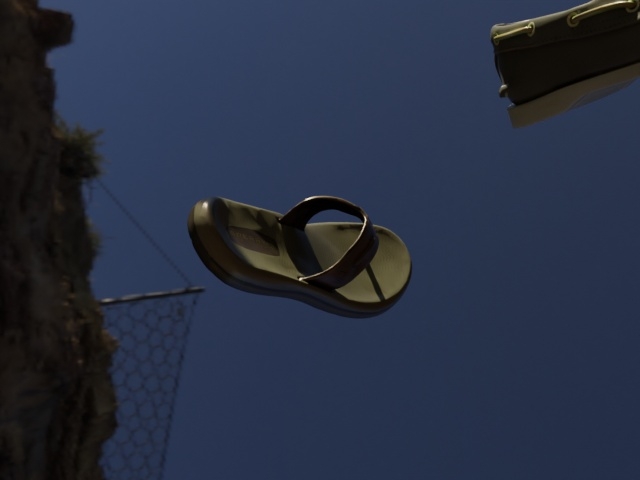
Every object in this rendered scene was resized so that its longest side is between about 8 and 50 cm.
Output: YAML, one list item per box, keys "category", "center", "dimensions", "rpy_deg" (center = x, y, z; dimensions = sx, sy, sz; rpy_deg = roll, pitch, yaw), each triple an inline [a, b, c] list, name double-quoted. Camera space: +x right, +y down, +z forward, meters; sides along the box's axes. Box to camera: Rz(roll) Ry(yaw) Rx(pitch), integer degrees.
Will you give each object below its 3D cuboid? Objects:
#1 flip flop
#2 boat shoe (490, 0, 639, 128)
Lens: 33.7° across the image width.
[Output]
- category: "flip flop"
  center: [0.000, 0.000, 0.954]
  dimensions: [0.080, 0.277, 0.112]
  rpy_deg: [-46, -126, 25]
- category: "boat shoe"
  center: [0.244, -0.168, 0.788]
  dimensions: [0.305, 0.109, 0.091]
  rpy_deg: [-19, -87, 54]
